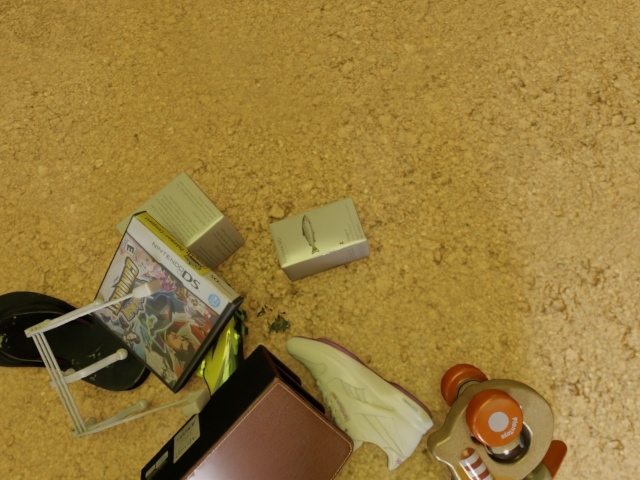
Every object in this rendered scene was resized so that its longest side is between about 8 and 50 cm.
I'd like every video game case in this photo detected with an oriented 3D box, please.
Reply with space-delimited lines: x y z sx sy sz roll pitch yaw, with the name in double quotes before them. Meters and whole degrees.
"video game case" -0.302 0.123 0.884 0.248 0.035 0.274 40 118 7

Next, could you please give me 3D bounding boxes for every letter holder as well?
"letter holder" -0.121 0.376 0.802 0.302 0.152 0.214 -46 108 -7

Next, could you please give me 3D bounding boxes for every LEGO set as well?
"LEGO set" -0.093 0.168 0.978 0.054 0.023 0.083 -36 56 -8

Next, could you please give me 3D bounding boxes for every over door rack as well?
"over door rack" -0.365 0.219 0.864 0.325 0.108 0.239 -20 96 22

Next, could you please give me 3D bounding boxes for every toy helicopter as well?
"toy helicopter" 0.272 0.403 0.784 0.235 0.140 0.354 27 92 -9

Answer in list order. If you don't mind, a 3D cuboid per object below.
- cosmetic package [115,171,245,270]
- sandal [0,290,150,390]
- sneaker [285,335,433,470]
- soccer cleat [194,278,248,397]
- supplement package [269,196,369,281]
"cosmetic package" -0.292 -0.012 0.998 0.184 0.151 0.151 -41 69 -8
"sandal" -0.568 0.199 0.985 0.447 0.107 0.167 9 72 10
"sneaker" 0.046 0.289 0.859 0.305 0.114 0.152 32 76 18
"soccer cleat" -0.205 0.217 0.935 0.121 0.093 0.288 -14 69 6
"supplement package" 0.000 0.000 0.976 0.180 0.105 0.105 -19 69 2
